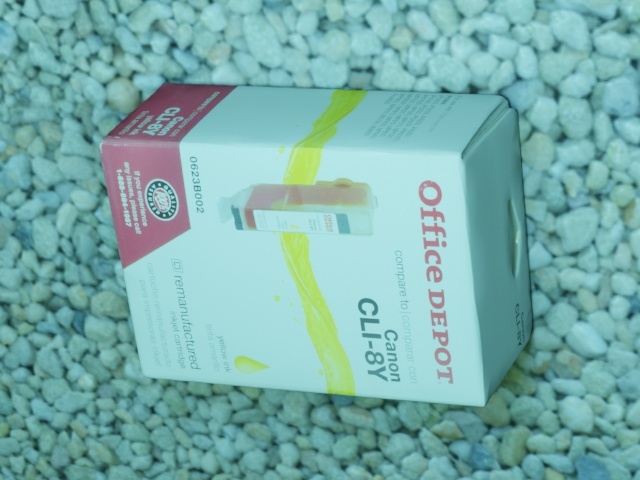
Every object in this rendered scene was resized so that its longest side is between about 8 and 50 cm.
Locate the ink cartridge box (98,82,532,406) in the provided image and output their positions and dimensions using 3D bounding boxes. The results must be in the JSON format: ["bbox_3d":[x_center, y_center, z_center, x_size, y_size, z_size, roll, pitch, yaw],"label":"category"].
[{"bbox_3d":[0.000,0.000,1.861,0.385,0.160,0.279,3,116,22],"label":"ink cartridge box"}]
